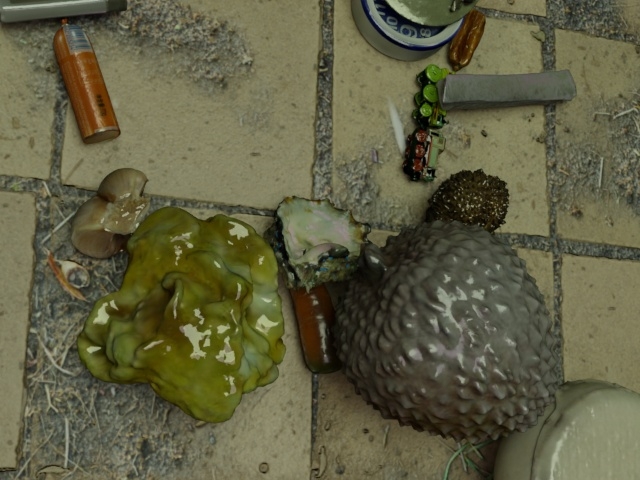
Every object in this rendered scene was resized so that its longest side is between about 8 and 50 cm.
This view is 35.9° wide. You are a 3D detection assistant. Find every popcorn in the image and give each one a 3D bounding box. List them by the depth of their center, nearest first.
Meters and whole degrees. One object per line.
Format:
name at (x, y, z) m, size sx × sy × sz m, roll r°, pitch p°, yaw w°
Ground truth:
popcorn at (-0.215, 0.122, 1.671) m, size 0.294 × 0.292 × 0.334 m, roll 60°, pitch 42°, yaw -36°

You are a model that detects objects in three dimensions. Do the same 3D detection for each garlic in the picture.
garlic at (-0.359, -0.048, 1.738) m, size 0.124 × 0.099 × 0.175 m, roll 22°, pitch 66°, yaw 9°

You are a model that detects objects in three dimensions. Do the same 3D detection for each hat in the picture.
hat at (0.233, -0.562, 1.938) m, size 0.257 × 0.130 × 0.257 m, roll 4°, pitch 77°, yaw -17°

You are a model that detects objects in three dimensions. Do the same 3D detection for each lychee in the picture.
lychee at (0.214, 0.160, 1.682) m, size 0.432 × 0.380 × 0.380 m, roll 46°, pitch 68°, yaw -14°

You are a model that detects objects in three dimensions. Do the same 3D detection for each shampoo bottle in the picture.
shampoo bottle at (-0.473, -0.439, 1.799) m, size 0.227 × 0.056 × 0.086 m, roll -10°, pitch 45°, yaw -19°

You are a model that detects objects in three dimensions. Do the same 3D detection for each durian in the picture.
durian at (0.285, -0.039, 1.875) m, size 0.166 × 0.196 × 0.196 m, roll -4°, pitch 78°, yaw -7°

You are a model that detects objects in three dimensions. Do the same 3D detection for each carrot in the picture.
carrot at (-0.004, 0.146, 1.804) m, size 0.087 × 0.087 × 0.193 m, roll -8°, pitch 78°, yaw -19°

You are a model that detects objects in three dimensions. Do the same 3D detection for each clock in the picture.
clock at (0.180, -0.485, 2.015) m, size 0.230 × 0.083 × 0.231 m, roll 3°, pitch 78°, yaw -15°

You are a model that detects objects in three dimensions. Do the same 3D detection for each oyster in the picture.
oyster at (-0.003, 0.006, 1.798) m, size 0.198 × 0.092 × 0.260 m, roll 26°, pitch 28°, yaw 0°

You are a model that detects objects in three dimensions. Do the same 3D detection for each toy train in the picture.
toy train at (0.218, -0.232, 1.980) m, size 0.085 × 0.053 × 0.250 m, roll 17°, pitch 73°, yaw -19°

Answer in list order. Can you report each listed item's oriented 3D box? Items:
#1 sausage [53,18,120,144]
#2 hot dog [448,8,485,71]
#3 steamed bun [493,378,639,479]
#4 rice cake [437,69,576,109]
sausage at (-0.428, -0.292, 1.780) m, size 0.071 × 0.071 × 0.234 m, roll -16°, pitch 83°, yaw -20°
hot dog at (0.303, -0.418, 2.059) m, size 0.062 × 0.038 × 0.144 m, roll 25°, pitch 73°, yaw -13°
steamed bun at (0.476, 0.444, 1.799) m, size 0.374 × 0.241 × 0.375 m, roll 6°, pitch 75°, yaw -21°
rice cake at (0.381, -0.307, 2.020) m, size 0.364 × 0.056 × 0.073 m, roll -8°, pitch 85°, yaw -29°
